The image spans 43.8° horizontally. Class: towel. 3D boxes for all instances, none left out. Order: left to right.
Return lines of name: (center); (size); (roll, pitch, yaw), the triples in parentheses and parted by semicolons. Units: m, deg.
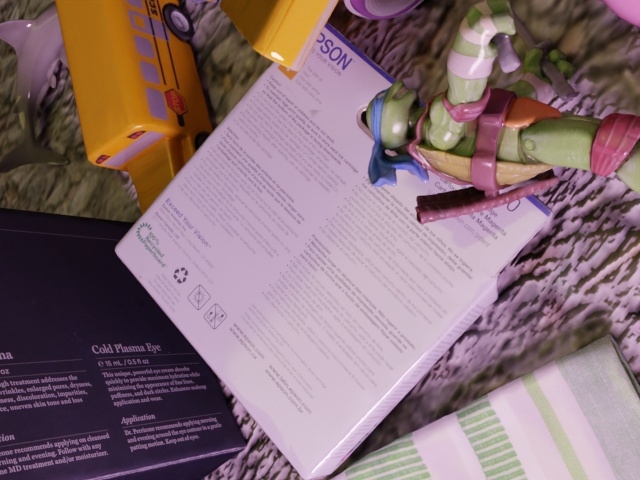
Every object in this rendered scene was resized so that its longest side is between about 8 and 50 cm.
towel: (0.157, 0.263, 0.678); (0.325, 0.038, 0.248); (-33, 67, 24)

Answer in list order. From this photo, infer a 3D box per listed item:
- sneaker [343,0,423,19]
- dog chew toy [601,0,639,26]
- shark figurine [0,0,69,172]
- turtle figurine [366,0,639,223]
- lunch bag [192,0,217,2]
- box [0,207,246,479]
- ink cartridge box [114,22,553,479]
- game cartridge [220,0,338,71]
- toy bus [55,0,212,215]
sneaker: (0.112, -0.347, 0.721); (0.305, 0.114, 0.152); (-38, 53, 35)
dog chew toy: (0.332, -0.238, 0.526); (0.332, 0.206, 0.207); (-12, 78, 41)
shark figurine: (-0.399, -0.238, 1.087); (0.166, 0.116, 0.278); (30, 101, 35)
turtle figurine: (0.179, -0.134, 0.611); (0.266, 0.198, 0.275); (21, 73, 18)
lunch bag: (-0.155, -0.333, 0.947); (0.053, 0.071, 0.083); (15, 96, 39)
box: (-0.302, 0.141, 0.840); (0.179, 0.343, 0.312); (-40, 64, 26)
ink cartridge box: (0.000, 0.000, 0.783); (0.330, 0.071, 0.324); (-48, 66, 8)
game cartridge: (0.008, -0.340, 0.757); (0.324, 0.052, 0.285); (-62, 23, 15)
toy bus: (-0.216, -0.190, 0.940); (0.108, 0.130, 0.333); (-26, 71, 31)
